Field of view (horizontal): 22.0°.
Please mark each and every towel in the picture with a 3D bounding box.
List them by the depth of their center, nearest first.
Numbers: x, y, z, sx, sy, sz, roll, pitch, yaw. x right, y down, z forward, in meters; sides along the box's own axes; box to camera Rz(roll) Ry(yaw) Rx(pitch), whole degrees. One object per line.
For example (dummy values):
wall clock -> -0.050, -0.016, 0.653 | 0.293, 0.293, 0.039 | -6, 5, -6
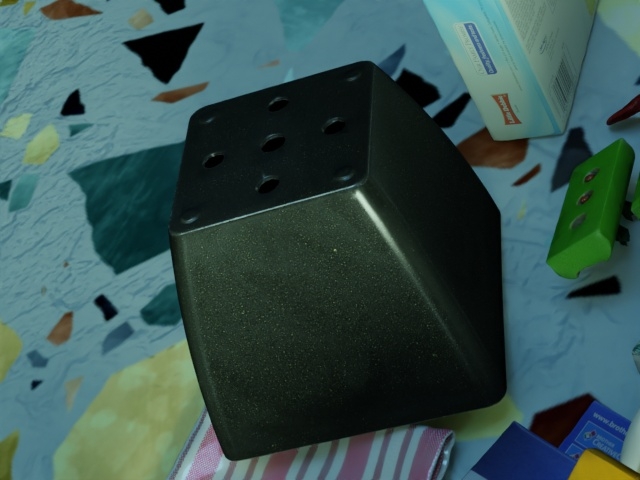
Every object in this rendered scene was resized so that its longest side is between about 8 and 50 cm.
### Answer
towel -> -0.024, 0.164, 1.017 | 0.197, 0.029, 0.144 | 5, 53, 34

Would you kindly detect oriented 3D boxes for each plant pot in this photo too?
plant pot -> 0.000, 0.000, 1.032 | 0.188, 0.167, 0.187 | -15, 38, 17

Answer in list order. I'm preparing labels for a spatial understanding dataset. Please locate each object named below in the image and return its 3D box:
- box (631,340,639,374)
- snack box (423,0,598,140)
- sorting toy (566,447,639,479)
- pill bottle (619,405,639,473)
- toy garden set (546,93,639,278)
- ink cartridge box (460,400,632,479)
box -> 0.360, 0.002, 0.911 | 0.322, 0.058, 0.232 | -47, 44, -17
snack box -> 0.152, -0.254, 1.179 | 0.060, 0.187, 0.322 | -3, 50, 29
sorting toy -> 0.109, 0.261, 0.717 | 0.229, 0.041, 0.307 | 31, 96, 22
pill bottle -> 0.268, 0.149, 0.716 | 0.153, 0.153, 0.265 | -38, 53, -5
toy garden set -> 0.264, -0.085, 1.022 | 0.244, 0.049, 0.204 | -35, 18, 36
ink cartridge box -> 0.106, 0.222, 0.863 | 0.311, 0.065, 0.185 | -45, 44, -15
